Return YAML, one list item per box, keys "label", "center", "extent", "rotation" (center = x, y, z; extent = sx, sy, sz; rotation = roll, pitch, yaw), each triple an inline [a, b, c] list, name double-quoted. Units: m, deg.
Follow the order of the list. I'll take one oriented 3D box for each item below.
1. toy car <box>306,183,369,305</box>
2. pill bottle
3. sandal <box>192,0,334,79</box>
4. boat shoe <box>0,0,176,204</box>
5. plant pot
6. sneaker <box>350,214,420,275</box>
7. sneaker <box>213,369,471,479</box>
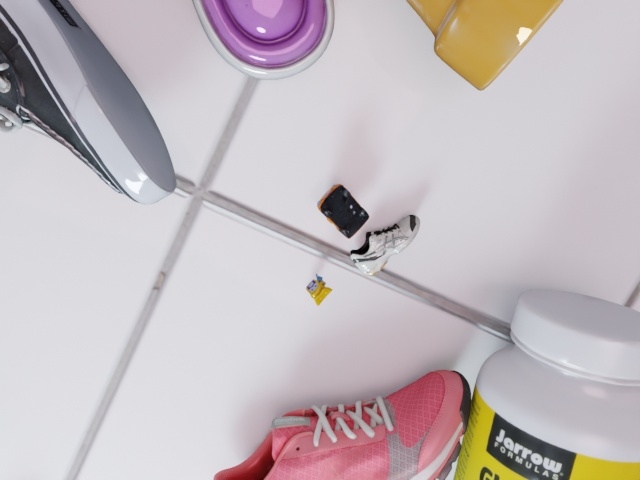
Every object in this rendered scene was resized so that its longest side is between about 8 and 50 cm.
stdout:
- label: "toy car"
  center: [0.000, 0.000, 0.576]
  extent: [0.060, 0.040, 0.122]
  rotation: [24, 99, -34]
- label: "pill bottle"
  center: [0.244, 0.230, 0.591]
  extent: [0.188, 0.188, 0.333]
  rotation: [6, 103, -9]
- label: "sandal"
  center: [-0.091, -0.337, 0.445]
  extent: [0.170, 0.102, 0.416]
  rotation: [-28, 106, 0]
- label: "boat shoe"
  center: [-0.246, -0.145, 0.472]
  extent: [0.105, 0.113, 0.306]
  rotation: [-34, 103, 9]
- label: "plant pot"
  center: [0.125, -0.262, 0.455]
  extent: [0.188, 0.205, 0.205]
  rotation: [38, 97, 1]
- label: "sneaker"
  center: [0.067, -0.001, 0.589]
  extent: [0.083, 0.032, 0.037]
  rotation: [-45, 106, 5]
- label: "sneaker"
  center: [0.017, 0.226, 0.600]
  extent: [0.314, 0.116, 0.136]
  rotation: [-38, 104, 4]
